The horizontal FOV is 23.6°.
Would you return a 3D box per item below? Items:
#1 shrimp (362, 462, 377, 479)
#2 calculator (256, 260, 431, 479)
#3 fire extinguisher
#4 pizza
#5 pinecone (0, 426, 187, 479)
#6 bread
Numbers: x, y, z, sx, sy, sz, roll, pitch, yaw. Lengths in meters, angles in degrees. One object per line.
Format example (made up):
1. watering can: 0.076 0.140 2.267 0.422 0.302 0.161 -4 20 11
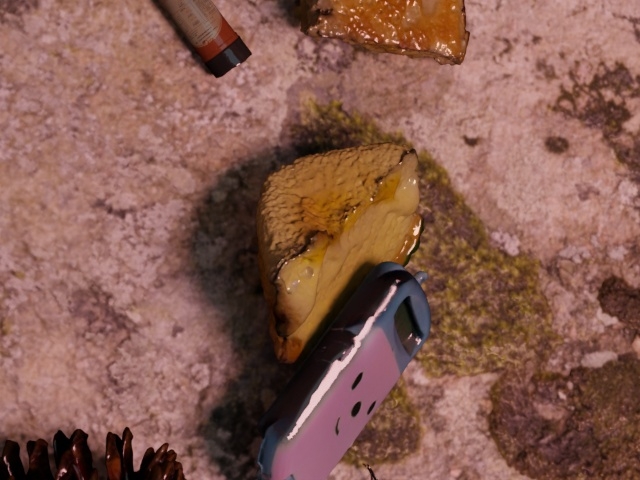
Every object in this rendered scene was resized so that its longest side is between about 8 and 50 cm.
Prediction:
1. shrimp: 0.096 0.327 1.686 0.073 0.075 0.190 -29 87 13
2. calculator: 0.028 0.148 1.628 0.051 0.173 0.293 30 74 25
3. fire extinguisher: -0.142 -0.258 1.632 0.062 0.050 0.177 -35 101 8
4. pizza: 0.036 -0.316 1.683 0.223 0.089 0.323 -27 95 -26
5. pinecone: -0.251 0.291 1.483 0.292 0.246 0.246 11 83 -4
6. bread: -0.010 0.001 1.618 0.133 0.174 0.251 27 56 26
